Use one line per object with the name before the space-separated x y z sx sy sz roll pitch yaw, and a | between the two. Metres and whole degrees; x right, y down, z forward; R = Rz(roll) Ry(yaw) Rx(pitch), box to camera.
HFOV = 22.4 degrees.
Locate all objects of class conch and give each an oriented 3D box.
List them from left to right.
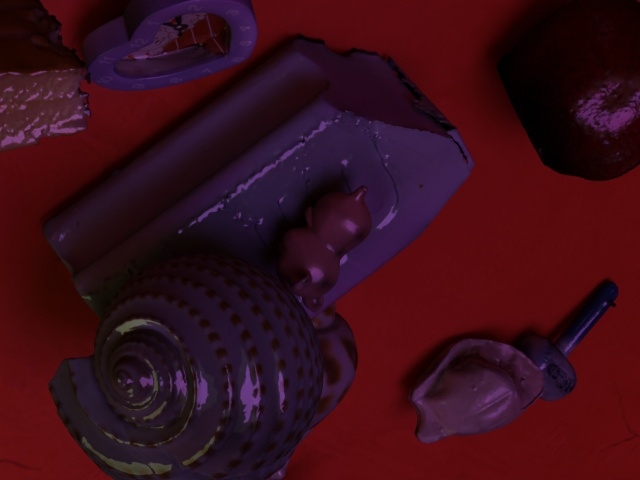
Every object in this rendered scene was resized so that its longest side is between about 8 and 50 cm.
conch | -0.114 0.166 1.703 0.319 0.215 0.303 20 123 -41
conch | -0.039 0.156 1.994 0.149 0.183 0.275 31 104 -8

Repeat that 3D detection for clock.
clock | -0.145 -0.222 1.669 0.172 0.064 0.198 2 157 -43

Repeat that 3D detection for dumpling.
dumpling | 0.208 0.203 2.216 0.199 0.118 0.136 -26 101 -14

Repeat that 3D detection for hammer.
hammer | 0.358 0.135 2.297 0.194 0.069 0.116 -49 134 -3

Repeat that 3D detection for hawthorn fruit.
hawthorn fruit | 0.345 -0.194 1.944 0.250 0.215 0.215 -46 135 -1

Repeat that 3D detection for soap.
soap | -0.058 -0.038 1.834 0.446 0.156 0.261 -37 134 -4

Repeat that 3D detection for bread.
bread | -0.357 -0.171 1.486 0.246 0.239 0.111 -13 133 -27

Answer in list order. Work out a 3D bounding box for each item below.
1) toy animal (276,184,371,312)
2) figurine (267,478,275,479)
toy animal | 0.004 0.003 1.738 0.083 0.089 0.150 26 98 -39
figurine | -0.088 0.338 2.100 0.144 0.182 0.256 -55 133 -7
